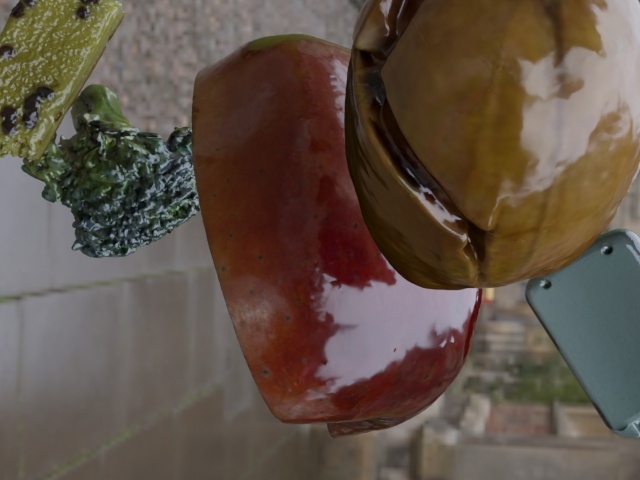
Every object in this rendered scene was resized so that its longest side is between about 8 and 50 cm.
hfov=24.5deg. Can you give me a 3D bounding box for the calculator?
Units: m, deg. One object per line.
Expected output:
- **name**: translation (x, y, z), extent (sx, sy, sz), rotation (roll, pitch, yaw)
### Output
- **calculator**: translation (0.323, 0.099, 1.580), extent (0.246, 0.141, 0.045), rotation (56, 18, -6)

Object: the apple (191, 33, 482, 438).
- **apple**: translation (0.000, 0.000, 1.323), extent (0.329, 0.295, 0.365), rotation (129, -47, -56)

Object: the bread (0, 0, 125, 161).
- **bread**: translation (-0.265, -0.131, 1.304), extent (0.226, 0.088, 0.049), rotation (-61, -176, -5)

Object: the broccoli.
- **broccoli**: translation (-0.265, -0.093, 1.690), extent (0.198, 0.275, 0.177), rotation (-9, 126, -38)

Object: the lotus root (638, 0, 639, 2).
- **lotus root**: translation (0.353, -0.302, 1.639), extent (0.188, 0.180, 0.199), rotation (-50, 174, 9)

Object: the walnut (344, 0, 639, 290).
- **walnut**: translation (0.114, -0.066, 0.997), extent (0.336, 0.209, 0.209), rotation (86, 9, -54)
